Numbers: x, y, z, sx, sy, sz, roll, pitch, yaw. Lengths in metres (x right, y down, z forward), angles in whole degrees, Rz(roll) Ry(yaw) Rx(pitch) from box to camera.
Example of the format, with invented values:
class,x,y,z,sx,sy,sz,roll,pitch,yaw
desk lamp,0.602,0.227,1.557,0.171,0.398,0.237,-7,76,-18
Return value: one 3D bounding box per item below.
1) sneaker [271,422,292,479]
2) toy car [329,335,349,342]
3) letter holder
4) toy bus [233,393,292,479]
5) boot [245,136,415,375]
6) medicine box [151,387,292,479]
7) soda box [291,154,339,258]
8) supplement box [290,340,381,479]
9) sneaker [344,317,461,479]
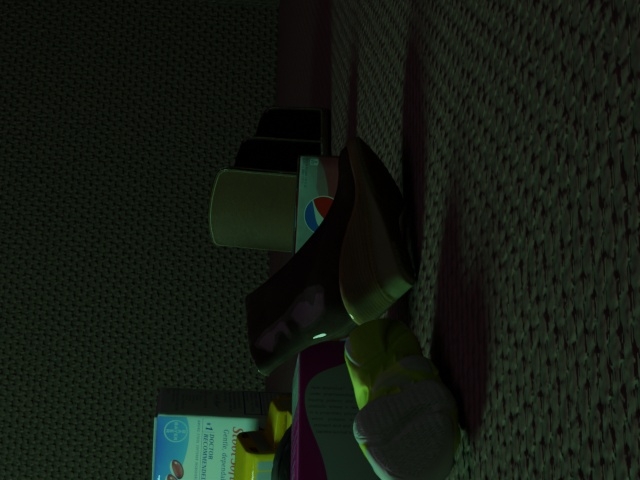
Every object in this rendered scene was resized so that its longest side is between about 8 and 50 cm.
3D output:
class,x,y,z,sx,sy,sz,roll,pitch,yaw
sneaker,0.014,0.366,1.630,0.140,0.125,0.340,-38,39,45
toy car,0.033,0.108,1.724,0.040,0.060,0.122,-30,58,45
letter holder,-0.104,-0.113,2.427,0.302,0.214,0.152,103,169,-61
toy bus,-0.084,0.443,2.250,0.108,0.130,0.332,-137,49,-67
boot,-0.006,0.012,1.422,0.090,0.207,0.248,41,-153,-39
medicine box,-0.167,0.426,2.385,0.149,0.289,0.263,-110,23,-77
soda box,0.000,0.000,1.963,0.092,0.083,0.263,-137,50,-84
supplement box,0.025,0.232,1.425,0.114,0.111,0.220,103,169,-65
sneaker,0.080,0.173,1.139,0.240,0.091,0.126,-98,-6,-61
